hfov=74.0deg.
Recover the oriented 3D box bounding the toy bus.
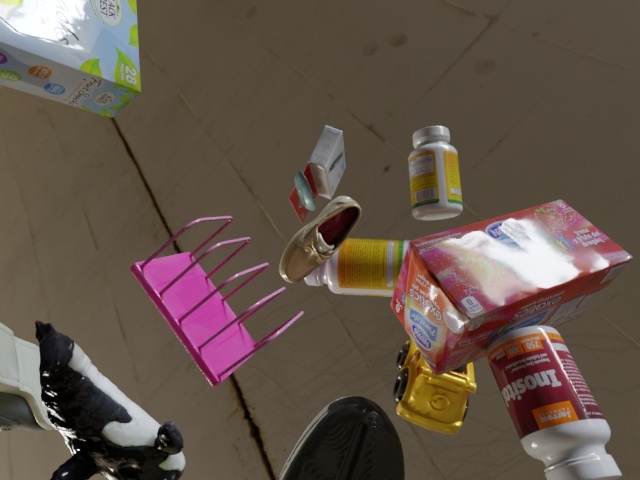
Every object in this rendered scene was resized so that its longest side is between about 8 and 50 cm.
[{"bbox_3d":[0.258,0.258,0.917,0.150,0.220,0.211,16,-61,5],"label":"toy bus"}]

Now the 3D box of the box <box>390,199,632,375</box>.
[{"bbox_3d":[0.235,0.054,0.546,0.257,0.128,0.122,-15,-131,-20],"label":"box"}]

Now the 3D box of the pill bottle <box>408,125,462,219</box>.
[{"bbox_3d":[0.273,-0.161,1.022,0.118,0.118,0.208,-9,-101,33],"label":"pill bottle"}]

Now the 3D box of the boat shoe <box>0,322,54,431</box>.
[{"bbox_3d":[-0.456,0.205,0.595,0.319,0.099,0.116,108,-37,-54],"label":"boat shoe"}]

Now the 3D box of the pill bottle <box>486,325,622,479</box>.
[{"bbox_3d":[0.246,0.176,0.454,0.086,0.086,0.152,-30,-133,23],"label":"pill bottle"}]

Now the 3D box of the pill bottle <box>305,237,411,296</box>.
[{"bbox_3d":[0.091,0.062,1.012,0.246,0.136,0.136,1,-109,13],"label":"pill bottle"}]

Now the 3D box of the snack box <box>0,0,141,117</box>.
[{"bbox_3d":[-0.275,-0.228,0.376,0.070,0.207,0.174,-17,-104,36],"label":"snack box"}]

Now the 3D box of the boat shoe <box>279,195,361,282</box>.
[{"bbox_3d":[0.000,0.000,0.666,0.170,0.063,0.059,-51,-160,-1],"label":"boat shoe"}]

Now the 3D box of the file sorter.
[{"bbox_3d":[-0.202,0.109,0.905,0.182,0.202,0.290,-38,-95,15],"label":"file sorter"}]

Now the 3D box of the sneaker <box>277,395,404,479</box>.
[{"bbox_3d":[-0.021,0.391,0.652,0.257,0.169,0.447,-120,-137,-74],"label":"sneaker"}]

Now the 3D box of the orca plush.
[{"bbox_3d":[-0.244,0.223,0.466,0.151,0.287,0.102,14,-136,16],"label":"orca plush"}]

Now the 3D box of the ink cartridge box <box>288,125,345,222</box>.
[{"bbox_3d":[0.000,-0.199,1.419,0.066,0.296,0.261,24,-99,10],"label":"ink cartridge box"}]

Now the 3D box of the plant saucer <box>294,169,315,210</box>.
[{"bbox_3d":[-0.045,-0.132,1.153,0.021,0.119,0.119,-22,-125,-9],"label":"plant saucer"}]
